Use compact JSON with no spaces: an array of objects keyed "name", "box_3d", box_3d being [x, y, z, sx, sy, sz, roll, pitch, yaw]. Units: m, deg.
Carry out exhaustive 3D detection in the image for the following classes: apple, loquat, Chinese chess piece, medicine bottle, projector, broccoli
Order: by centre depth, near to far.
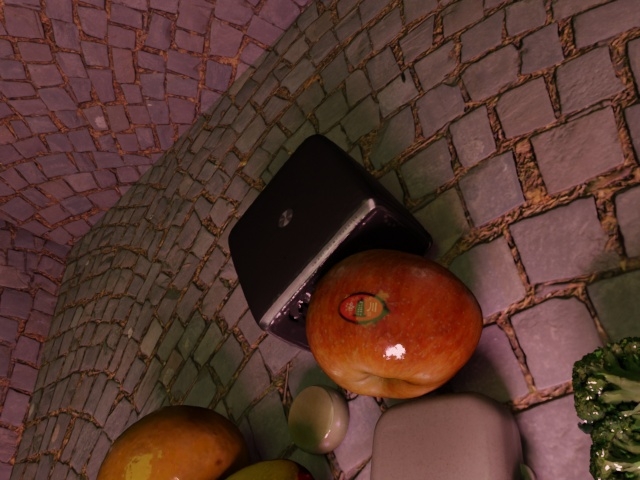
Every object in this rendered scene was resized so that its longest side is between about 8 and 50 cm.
[{"name":"broccoli","box_3d":[0.420,0.213,0.566,0.270,0.270,0.270,-9,48,10]},{"name":"medicine bottle","box_3d":[0.190,0.430,0.764,0.282,0.123,0.375,-24,43,36]},{"name":"apple","box_3d":[0.122,0.162,0.899,0.309,0.277,0.250,-2,43,51]},{"name":"Chinese chess piece","box_3d":[-0.004,0.385,1.076,0.144,0.058,0.144,-26,49,34]},{"name":"loquat","box_3d":[-0.336,0.522,1.117,0.359,0.328,0.328,16,76,46]},{"name":"projector","box_3d":[0.000,0.000,1.200,0.395,0.242,0.405,-50,36,12]}]

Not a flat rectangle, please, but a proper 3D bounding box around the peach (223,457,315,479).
[{"name":"peach","box_3d":[-0.091,0.531,0.909,0.275,0.245,0.248,-38,34,23]}]
